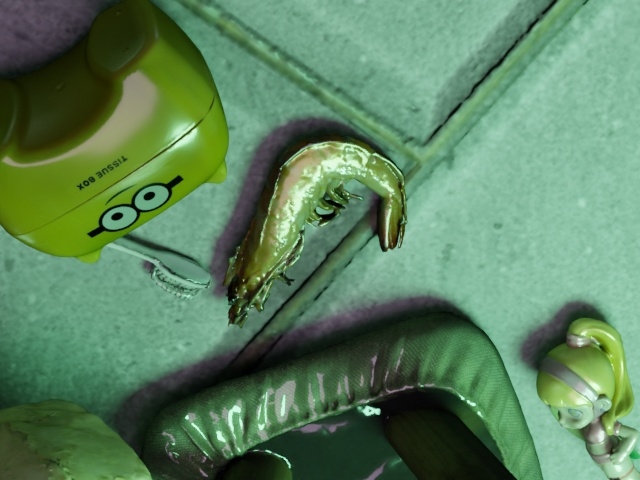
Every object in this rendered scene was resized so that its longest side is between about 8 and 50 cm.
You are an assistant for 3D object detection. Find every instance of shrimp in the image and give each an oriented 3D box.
[{"bbox_3d":[0.000,-0.001,1.474,0.124,0.034,0.178,14,113,-23],"label":"shrimp"}]

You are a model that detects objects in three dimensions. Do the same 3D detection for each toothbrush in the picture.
[{"bbox_3d":[-0.210,-0.021,1.434,0.288,0.024,0.026,25,128,-22],"label":"toothbrush"}]

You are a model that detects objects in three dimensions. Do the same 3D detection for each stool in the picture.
[{"bbox_3d":[0.042,0.257,1.520,0.310,0.226,0.310,-20,121,1],"label":"stool"}]

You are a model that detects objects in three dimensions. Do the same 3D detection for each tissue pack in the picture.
[{"bbox_3d":[-0.152,-0.072,1.352,0.178,0.123,0.127,-31,127,9],"label":"tissue pack"}]

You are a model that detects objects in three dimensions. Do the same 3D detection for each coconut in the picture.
[{"bbox_3d":[-0.216,0.245,1.398,0.259,0.259,0.259,-4,121,-7],"label":"coconut"}]

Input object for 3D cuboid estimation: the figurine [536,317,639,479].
[{"bbox_3d":[0.233,0.146,1.576,0.083,0.083,0.187,-27,114,8],"label":"figurine"}]
